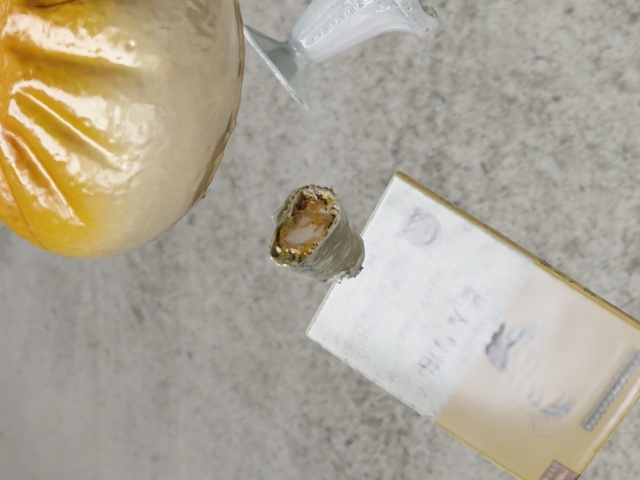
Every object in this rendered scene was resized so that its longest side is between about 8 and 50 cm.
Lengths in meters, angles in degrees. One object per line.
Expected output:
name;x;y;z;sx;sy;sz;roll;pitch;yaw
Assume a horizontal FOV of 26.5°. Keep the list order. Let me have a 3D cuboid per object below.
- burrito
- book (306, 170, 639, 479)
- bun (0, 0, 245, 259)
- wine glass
burrito;0.000;0.000;1.277;0.060;0.226;0.087;25;86;13
book;0.195;0.120;1.647;0.389;0.032;0.269;32;119;8
bun;-0.199;-0.139;1.072;0.299;0.164;0.299;-8;79;45
wine glass;0.022;-0.261;1.601;0.196;0.165;0.165;-38;78;9
